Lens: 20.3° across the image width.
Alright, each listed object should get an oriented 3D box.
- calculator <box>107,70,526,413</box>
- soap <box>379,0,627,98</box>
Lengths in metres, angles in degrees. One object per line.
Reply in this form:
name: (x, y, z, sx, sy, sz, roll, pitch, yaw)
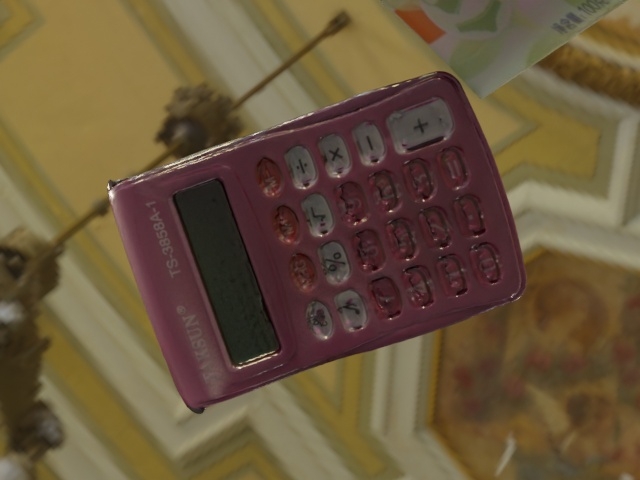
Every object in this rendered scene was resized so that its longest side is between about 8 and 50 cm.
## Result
calculator: (0.000, 0.000, 0.900, 0.190, 0.034, 0.126, -19, -87, 3)
soap: (0.097, -0.204, 0.897, 0.182, 0.138, 0.199, 43, -42, -12)
